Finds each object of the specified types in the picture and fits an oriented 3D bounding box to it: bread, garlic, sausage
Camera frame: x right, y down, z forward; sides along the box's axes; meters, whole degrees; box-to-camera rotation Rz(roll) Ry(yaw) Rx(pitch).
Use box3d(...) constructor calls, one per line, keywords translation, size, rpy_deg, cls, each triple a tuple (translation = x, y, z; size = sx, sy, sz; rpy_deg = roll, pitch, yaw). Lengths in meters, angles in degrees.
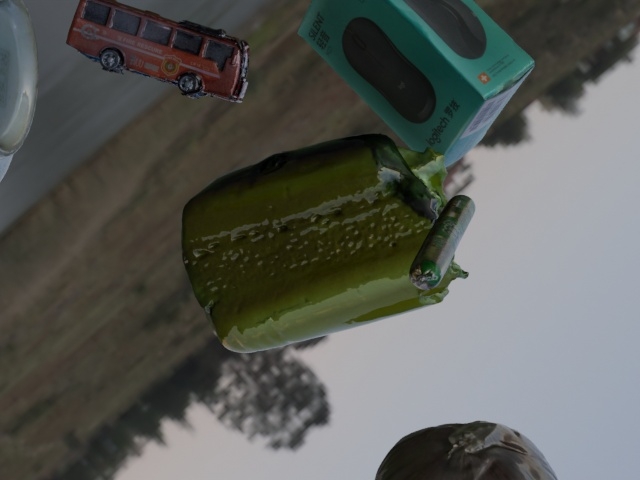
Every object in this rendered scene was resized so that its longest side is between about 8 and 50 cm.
box3d(translation=(0.000, 0.000, 1.901), size=(0.377, 0.251, 0.208), rpy_deg=(-17, 178, 18), cls="bread")
box3d(translation=(0.217, 0.390, 2.047), size=(0.318, 0.259, 0.317), rpy_deg=(-3, -160, 1), cls="garlic")
box3d(translation=(0.123, -0.002, 1.404), size=(0.033, 0.033, 0.269), rpy_deg=(-39, -175, 22), cls="sausage")

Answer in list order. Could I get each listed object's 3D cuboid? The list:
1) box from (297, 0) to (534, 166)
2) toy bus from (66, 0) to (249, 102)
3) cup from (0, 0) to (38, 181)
box3d(translation=(0.127, -0.274, 2.000), size=(0.118, 0.311, 0.205), rpy_deg=(-37, 169, -33), cls="box")
box3d(translation=(-0.203, -0.242, 1.800), size=(0.073, 0.235, 0.096), rpy_deg=(-61, 167, -84), cls="toy bus")
box3d(translation=(-0.388, -0.171, 1.412), size=(0.163, 0.347, 0.347), rpy_deg=(3, -163, 10), cls="cup")
